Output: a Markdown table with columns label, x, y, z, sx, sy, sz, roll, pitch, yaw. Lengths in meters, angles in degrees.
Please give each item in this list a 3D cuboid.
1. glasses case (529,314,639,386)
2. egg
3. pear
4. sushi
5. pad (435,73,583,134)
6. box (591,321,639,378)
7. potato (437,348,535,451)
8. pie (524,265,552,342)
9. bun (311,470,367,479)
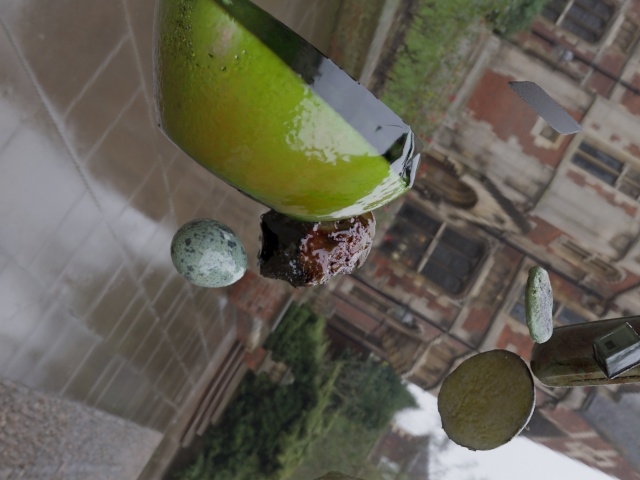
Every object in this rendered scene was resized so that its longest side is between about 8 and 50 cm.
| label | x | y | z | sx | sy | sz | roll | pitch | yaw |
| --- | --- | --- | --- | --- | --- | --- | --- | --- | --- |
| glasses case | 0.678 | 0.251 | 1.841 | 0.425 | 0.098 | 0.156 | -15 | -140 | 42 |
| egg | -0.216 | 0.028 | 1.589 | 0.132 | 0.172 | 0.132 | -22 | -128 | 31 |
| pear | -0.066 | -0.142 | 0.970 | 0.165 | 0.399 | 0.399 | -53 | 178 | 3 |
| sushi | 0.000 | 0.000 | 1.721 | 0.343 | 0.182 | 0.196 | -26 | 142 | -59 |
| pad | 0.426 | -0.329 | 1.787 | 0.250 | 0.323 | 0.055 | -19 | 134 | -59 |
| box | 0.526 | 0.191 | 1.424 | 0.084 | 0.063 | 0.060 | -27 | -138 | 3 |
| potato | 0.440 | 0.408 | 2.028 | 0.299 | 0.116 | 0.239 | -42 | -134 | 35 |
| pie | 0.241 | 0.069 | 0.888 | 0.085 | 0.017 | 0.085 | 11 | 77 | -60 |
| bun | 0.052 | 0.532 | 1.420 | 0.365 | 0.365 | 0.219 | -31 | 129 | -85 |
